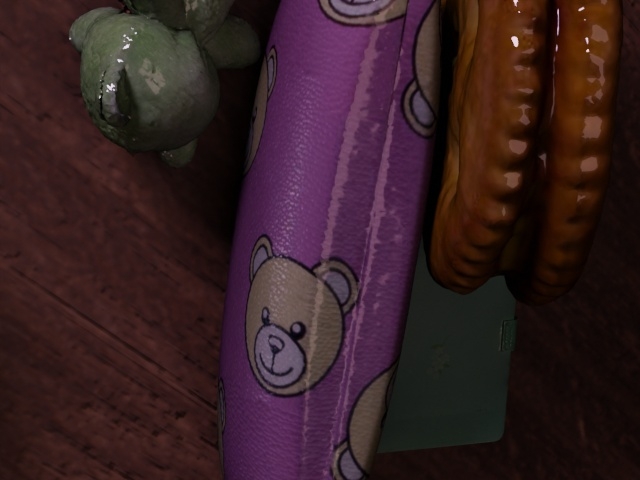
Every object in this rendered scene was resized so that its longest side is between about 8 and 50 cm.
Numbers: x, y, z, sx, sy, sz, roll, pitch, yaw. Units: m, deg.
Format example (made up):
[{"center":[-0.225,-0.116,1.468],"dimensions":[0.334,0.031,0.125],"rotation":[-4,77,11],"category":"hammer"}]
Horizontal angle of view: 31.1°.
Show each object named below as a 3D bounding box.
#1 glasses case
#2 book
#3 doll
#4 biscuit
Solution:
[{"center":[0.000,0.000,0.565],"dimensions":[0.076,0.123,0.316],"rotation":[5,101,-21],"category":"glasses case"},{"center":[0.069,0.056,0.672],"dimensions":[0.103,0.017,0.135],"rotation":[-2,103,-22],"category":"book"},{"center":[-0.070,-0.112,0.544],"dimensions":[0.150,0.077,0.115],"rotation":[-69,156,-8],"category":"doll"},{"center":[0.089,-0.078,0.540],"dimensions":[0.066,0.220,0.220],"rotation":[4,102,-2],"category":"biscuit"}]
